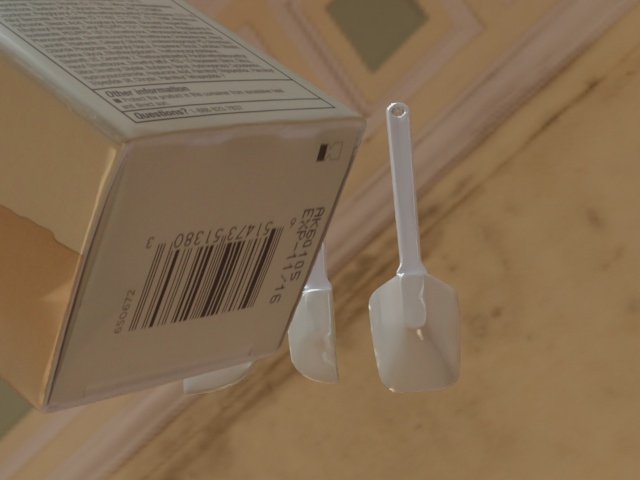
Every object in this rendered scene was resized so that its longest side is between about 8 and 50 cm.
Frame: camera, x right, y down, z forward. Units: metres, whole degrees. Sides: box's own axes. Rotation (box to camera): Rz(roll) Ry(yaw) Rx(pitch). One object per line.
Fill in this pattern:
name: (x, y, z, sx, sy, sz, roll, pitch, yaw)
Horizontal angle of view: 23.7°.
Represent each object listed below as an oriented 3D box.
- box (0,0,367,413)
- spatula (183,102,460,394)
box: (-0.149, -0.070, 0.670, 0.311, 0.148, 0.121, 36, -62, 32)
spatula: (0.000, 0.000, 0.975, 0.168, 0.242, 0.019, -4, -43, 3)
